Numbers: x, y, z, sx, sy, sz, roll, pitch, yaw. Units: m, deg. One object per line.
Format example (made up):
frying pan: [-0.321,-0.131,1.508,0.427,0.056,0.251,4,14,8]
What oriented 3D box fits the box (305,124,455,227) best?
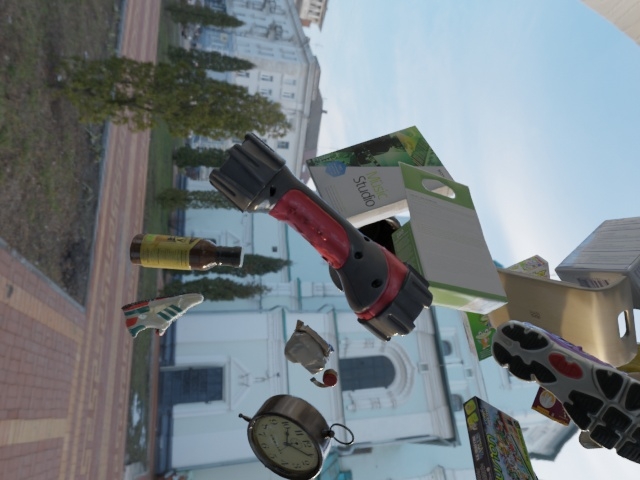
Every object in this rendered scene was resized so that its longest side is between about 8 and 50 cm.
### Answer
box: [0.147,-0.164,1.039,0.058,0.322,0.232,80,-10,-56]

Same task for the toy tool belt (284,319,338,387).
toy tool belt: [-0.005,0.141,0.513,0.052,0.083,0.051,-40,-169,24]

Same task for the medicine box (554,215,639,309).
medicine box: [0.953,0.060,1.249,0.149,0.289,0.263,53,-12,-6]

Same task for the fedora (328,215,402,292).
fedora: [0.113,0.012,1.211,0.243,0.275,0.124,52,-8,-38]

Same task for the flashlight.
flashlight: [0.000,0.000,0.506,0.103,0.304,0.103,-52,-170,-6]

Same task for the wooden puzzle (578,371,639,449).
wooden puzzle: [0.819,0.456,1.061,0.044,0.221,0.238,-102,-169,-68]

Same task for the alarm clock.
alarm clock: [-0.030,0.302,0.626,0.192,0.064,0.129,-17,-79,32]

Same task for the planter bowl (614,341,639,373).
planter bowl: [0.942,0.343,1.157,0.217,0.217,0.090,171,-75,-72]

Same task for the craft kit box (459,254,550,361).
craft kit box: [0.520,0.193,1.123,0.061,0.250,0.246,-114,179,-65]

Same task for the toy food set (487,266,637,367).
toy food set: [0.474,0.124,0.850,0.306,0.092,0.219,13,-39,51]

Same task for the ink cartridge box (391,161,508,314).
ink cartridge box: [0.199,-0.006,0.662,0.056,0.171,0.234,-48,-141,45]

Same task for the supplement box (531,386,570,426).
supplement box: [0.870,0.561,1.474,0.188,0.081,0.104,-66,-162,-5]

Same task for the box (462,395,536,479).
box: [0.315,0.387,0.695,0.036,0.114,0.207,-52,-168,30]

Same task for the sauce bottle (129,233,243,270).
sauce bottle: [-0.426,0.042,1.307,0.111,0.345,0.111,-175,-90,-86]

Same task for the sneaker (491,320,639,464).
sneaker: [0.251,0.127,0.378,0.170,0.071,0.068,41,-60,39]

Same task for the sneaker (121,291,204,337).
sneaker: [-0.316,0.152,0.825,0.057,0.161,0.075,-11,-92,50]

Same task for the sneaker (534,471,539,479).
sneaker: [0.452,0.651,1.002,0.118,0.292,0.110,-39,-121,33]
